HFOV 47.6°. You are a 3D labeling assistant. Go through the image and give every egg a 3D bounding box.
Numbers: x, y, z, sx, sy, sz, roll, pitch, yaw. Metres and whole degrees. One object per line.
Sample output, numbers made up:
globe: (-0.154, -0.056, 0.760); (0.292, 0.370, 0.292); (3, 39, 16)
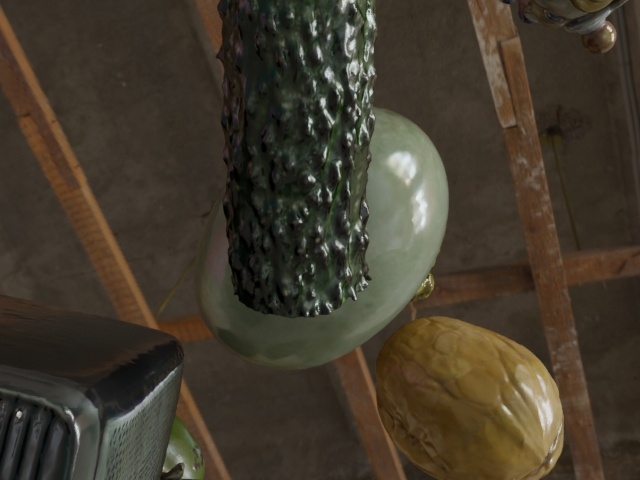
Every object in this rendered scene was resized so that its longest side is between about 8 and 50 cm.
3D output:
egg: (0.000, 0.000, 0.872); (0.352, 0.258, 0.258); (-43, -76, 10)

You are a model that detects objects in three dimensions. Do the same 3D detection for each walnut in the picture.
walnut: (0.141, 0.158, 0.715); (0.206, 0.159, 0.159); (30, -50, 43)

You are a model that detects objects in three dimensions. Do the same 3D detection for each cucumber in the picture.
cucumber: (-0.016, -0.130, 0.385); (0.096, 0.096, 0.360); (4, -63, 9)

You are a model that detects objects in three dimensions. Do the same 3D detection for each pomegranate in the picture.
pomegranate: (-0.228, 0.308, 0.936); (0.181, 0.181, 0.224); (51, -24, -16)

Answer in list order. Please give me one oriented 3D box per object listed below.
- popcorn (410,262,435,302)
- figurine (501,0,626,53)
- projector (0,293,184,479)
popcorn: (0.080, 0.017, 1.132); (0.200, 0.226, 0.203); (7, -89, -16)
figurine: (0.280, -0.301, 0.835); (0.133, 0.274, 0.194); (-44, -106, 10)
projector: (-0.333, 0.162, 0.568); (0.394, 0.405, 0.242); (14, -93, -3)
